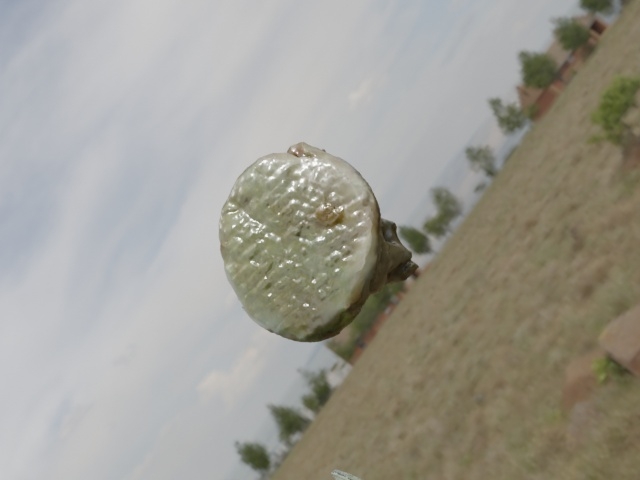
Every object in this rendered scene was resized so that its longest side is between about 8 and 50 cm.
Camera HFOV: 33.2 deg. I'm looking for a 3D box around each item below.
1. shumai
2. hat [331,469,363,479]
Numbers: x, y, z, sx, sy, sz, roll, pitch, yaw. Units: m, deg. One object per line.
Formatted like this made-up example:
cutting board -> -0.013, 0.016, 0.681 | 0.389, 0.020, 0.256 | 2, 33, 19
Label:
shumai -> 0.000, 0.000, 1.107 | 0.201, 0.201, 0.120 | -55, -21, 19
hat -> 0.085, 0.335, 0.983 | 0.130, 0.257, 0.257 | -55, -4, -14
